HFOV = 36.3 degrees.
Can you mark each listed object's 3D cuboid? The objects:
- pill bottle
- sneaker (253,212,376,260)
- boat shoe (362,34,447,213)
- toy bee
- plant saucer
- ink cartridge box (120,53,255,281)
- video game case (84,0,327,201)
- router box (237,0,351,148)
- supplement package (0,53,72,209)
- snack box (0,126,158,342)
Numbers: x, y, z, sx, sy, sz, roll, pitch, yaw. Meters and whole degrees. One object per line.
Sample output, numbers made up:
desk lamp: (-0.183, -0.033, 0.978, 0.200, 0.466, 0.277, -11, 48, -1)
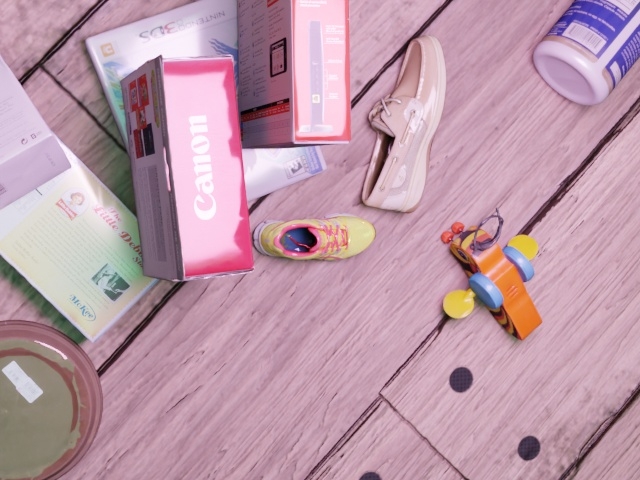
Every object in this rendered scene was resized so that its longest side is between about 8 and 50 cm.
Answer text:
pill bottle: (0.510, -0.380, 1.720, 0.153, 0.153, 0.264, 43, 82, -16)
sneaker: (0.000, 0.000, 1.621, 0.209, 0.094, 0.081, -6, 95, -19)
boat shoe: (0.136, -0.199, 1.643, 0.098, 0.109, 0.302, 8, 98, -19)
toy bee: (0.294, 0.033, 1.707, 0.195, 0.162, 0.298, -22, 126, -23)
plant saucer: (-0.479, 0.263, 1.520, 0.278, 0.041, 0.277, -1, 94, -17)
ink cartridge box: (-0.187, -0.101, 1.409, 0.130, 0.272, 0.309, -7, 94, -21)
video game case: (-0.178, -0.214, 1.575, 0.300, 0.036, 0.329, -23, 102, -15)
router box: (-0.047, -0.285, 1.415, 0.082, 0.335, 0.301, -2, 95, -17)
supplement package: (-0.482, -0.187, 1.381, 0.134, 0.139, 0.244, -33, 78, -10)
snack box: (-0.399, -0.019, 1.507, 0.187, 0.060, 0.322, -45, 106, -11)
